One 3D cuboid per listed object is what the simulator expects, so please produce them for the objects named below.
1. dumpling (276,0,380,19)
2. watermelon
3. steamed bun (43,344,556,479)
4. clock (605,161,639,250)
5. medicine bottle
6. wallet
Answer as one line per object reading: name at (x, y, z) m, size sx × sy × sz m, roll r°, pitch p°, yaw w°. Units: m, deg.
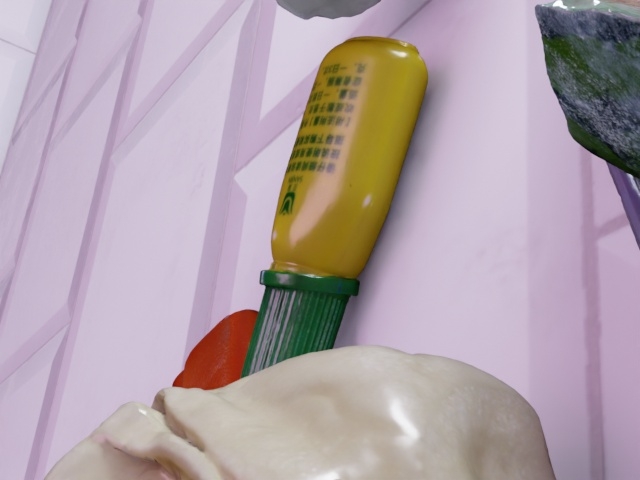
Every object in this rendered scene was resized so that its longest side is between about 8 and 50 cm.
dumpling at (0.044, -0.347, 0.790) m, size 0.270 × 0.212 × 0.320 m, roll 9°, pitch 60°, yaw 28°
watermelon at (0.137, -0.060, 0.347) m, size 0.080 × 0.101 × 0.155 m, roll -52°, pitch 36°, yaw 7°
steamed bun at (-0.039, 0.197, 0.416) m, size 0.289 × 0.203 × 0.276 m, roll -23°, pitch 75°, yaw 26°
clock at (0.195, -0.019, 0.366) m, size 0.144 × 0.073 × 0.193 m, roll -49°, pitch 31°, yaw 35°
medicine bottle at (0.000, 0.000, 0.731) m, size 0.111 × 0.076 × 0.309 m, roll 0°, pitch 70°, yaw 64°
wallet at (-0.087, 0.173, 0.806) m, size 0.142 × 0.045 × 0.204 m, roll -47°, pitch 33°, yaw 37°
